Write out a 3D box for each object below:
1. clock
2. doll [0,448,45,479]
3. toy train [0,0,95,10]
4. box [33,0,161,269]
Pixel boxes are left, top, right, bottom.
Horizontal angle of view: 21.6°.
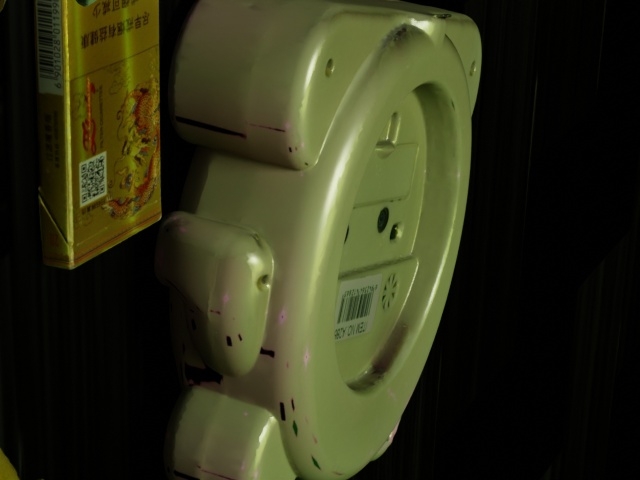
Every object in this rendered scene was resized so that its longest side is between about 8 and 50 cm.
[{"bbox_3d":[0.000,0.000,1.035,0.284,0.114,0.309,-13,115,-66],"label":"clock"},{"bbox_3d":[-0.159,0.183,0.817,0.137,0.097,0.209,-100,171,-64],"label":"doll"},{"bbox_3d":[-0.115,-0.173,0.724,0.194,0.081,0.125,-51,133,-54],"label":"toy train"},{"bbox_3d":[-0.112,-0.071,0.850,0.089,0.022,0.156,-36,133,-54],"label":"box"}]
